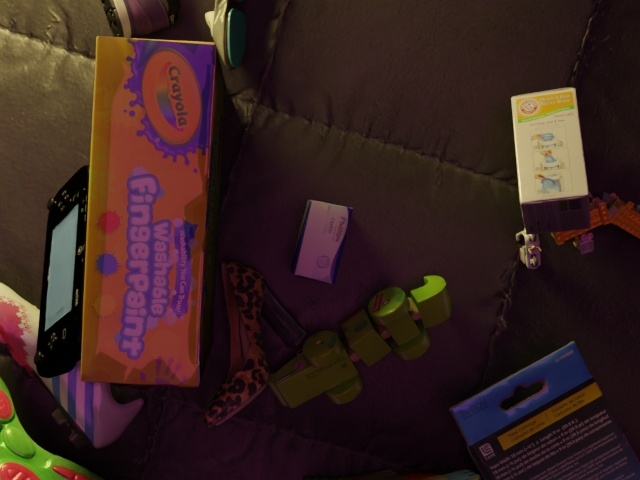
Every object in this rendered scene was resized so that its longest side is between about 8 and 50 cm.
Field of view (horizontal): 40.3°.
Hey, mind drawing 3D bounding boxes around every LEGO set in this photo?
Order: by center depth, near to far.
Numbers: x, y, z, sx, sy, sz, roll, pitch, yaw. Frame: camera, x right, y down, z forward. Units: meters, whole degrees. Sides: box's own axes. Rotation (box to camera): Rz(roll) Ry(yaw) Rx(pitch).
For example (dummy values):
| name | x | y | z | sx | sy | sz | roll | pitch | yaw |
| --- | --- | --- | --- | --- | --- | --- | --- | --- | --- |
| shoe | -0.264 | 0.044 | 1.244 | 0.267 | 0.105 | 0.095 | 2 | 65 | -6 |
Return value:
| name | x | y | z | sx | sy | sz | roll | pitch | yaw |
| --- | --- | --- | --- | --- | --- | --- | --- | --- | --- |
| LEGO set | 0.471 | -0.041 | 1.486 | 0.287 | 0.107 | 0.132 | -7 | 127 | -8 |

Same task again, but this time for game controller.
| name | x | y | z | sx | sy | sz | roll | pitch | yaw |
| --- | --- | --- | --- | --- | --- | --- | --- | --- | --- |
| game controller | -0.382 | 0.044 | 1.331 | 0.067 | 0.166 | 0.319 | 10 | 60 | -28 |

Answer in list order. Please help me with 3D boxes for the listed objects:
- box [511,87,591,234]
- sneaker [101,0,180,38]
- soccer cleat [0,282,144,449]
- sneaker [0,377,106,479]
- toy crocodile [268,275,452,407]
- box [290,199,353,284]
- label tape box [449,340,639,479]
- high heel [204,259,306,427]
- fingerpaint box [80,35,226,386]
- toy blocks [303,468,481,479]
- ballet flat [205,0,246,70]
| name | x | y | z | sx | sy | sz | roll | pitch | yaw |
| --- | --- | --- | --- | --- | --- | --- | --- | --- | --- |
| box | 0.369 | -0.127 | 1.400 | 0.103 | 0.114 | 0.203 | -6 | 62 | 16 |
| sneaker | -0.314 | -0.472 | 1.411 | 0.124 | 0.107 | 0.283 | -20 | 97 | -18 |
| soccer cleat | -0.417 | 0.181 | 1.416 | 0.143 | 0.116 | 0.331 | -37 | 96 | -18 |
| sneaker | -0.508 | 0.367 | 1.355 | 0.483 | 0.185 | 0.202 | 42 | 127 | 8 |
| toy crocodile | 0.068 | 0.166 | 1.445 | 0.340 | 0.105 | 0.115 | -32 | 121 | 3 |
| box | 0.000 | 0.000 | 1.415 | 0.072 | 0.137 | 0.126 | 13 | 91 | -4 |
| label tape box | 0.384 | 0.361 | 1.469 | 0.240 | 0.106 | 0.334 | -28 | 93 | -2 |
| high heel | -0.151 | 0.157 | 1.385 | 0.186 | 0.093 | 0.261 | 49 | 46 | -8 |
| fingerpaint box | -0.234 | -0.041 | 1.282 | 0.163 | 0.371 | 0.445 | 3 | 92 | -5 |
| toy blocks | 0.157 | 0.437 | 1.354 | 0.261 | 0.381 | 0.191 | -7 | 92 | -19 |
| ballet flat | -0.156 | -0.386 | 1.437 | 0.068 | 0.072 | 0.213 | 5 | 91 | 23 |
